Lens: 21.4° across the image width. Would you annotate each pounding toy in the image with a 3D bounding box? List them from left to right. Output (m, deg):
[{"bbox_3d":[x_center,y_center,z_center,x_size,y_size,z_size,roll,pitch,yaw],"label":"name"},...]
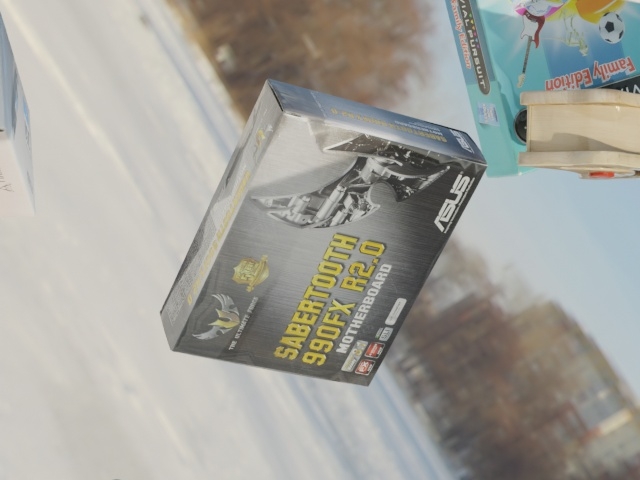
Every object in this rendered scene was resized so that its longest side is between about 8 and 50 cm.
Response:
[{"bbox_3d":[0.318,-0.143,1.809,0.154,0.269,0.155,0,-93,49],"label":"pounding toy"}]

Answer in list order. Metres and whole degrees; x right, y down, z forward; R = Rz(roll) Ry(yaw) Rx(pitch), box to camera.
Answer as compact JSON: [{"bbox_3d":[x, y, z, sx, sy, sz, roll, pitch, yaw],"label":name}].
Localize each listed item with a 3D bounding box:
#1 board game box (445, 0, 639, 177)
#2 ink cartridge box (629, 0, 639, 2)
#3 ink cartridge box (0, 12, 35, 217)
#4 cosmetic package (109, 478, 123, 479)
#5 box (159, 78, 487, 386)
[{"bbox_3d":[0.282,-0.269,2.014,0.079,0.254,0.336,0,-74,65],"label":"board game box"},{"bbox_3d":[0.241,-0.195,0.913,0.082,0.191,0.139,-110,-145,-46],"label":"ink cartridge box"},{"bbox_3d":[-0.359,-0.073,1.852,0.296,0.066,0.261,101,-16,-73],"label":"ink cartridge box"},{"bbox_3d":[-0.164,0.216,1.197,0.099,0.239,0.060,7,71,-36],"label":"cosmetic package"},{"bbox_3d":[0.000,0.000,1.336,0.183,0.231,0.056,13,29,-27],"label":"box"}]
